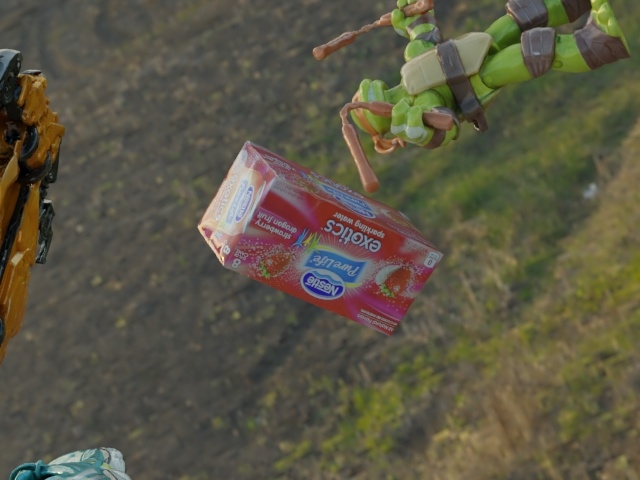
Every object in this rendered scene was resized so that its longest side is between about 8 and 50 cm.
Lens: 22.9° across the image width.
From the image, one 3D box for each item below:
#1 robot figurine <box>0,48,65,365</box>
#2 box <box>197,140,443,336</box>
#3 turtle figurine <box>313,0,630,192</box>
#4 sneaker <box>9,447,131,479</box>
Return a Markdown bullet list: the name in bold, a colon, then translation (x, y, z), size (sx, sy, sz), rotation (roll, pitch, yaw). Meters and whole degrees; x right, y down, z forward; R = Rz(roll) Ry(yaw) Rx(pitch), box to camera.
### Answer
- **robot figurine**: translation (-0.286, -0.014, 1.305), size (0.085, 0.211, 0.291), rotation (8, 67, 8)
- **box**: translation (0.000, 0.000, 1.903), size (0.128, 0.257, 0.122), rotation (-58, 30, 13)
- **turtle figurine**: translation (0.107, -0.117, 1.124), size (0.217, 0.087, 0.269), rotation (-24, 25, 13)
- **sneaker**: translation (-0.247, 0.242, 1.527), size (0.107, 0.110, 0.275), rotation (-70, 15, -9)
